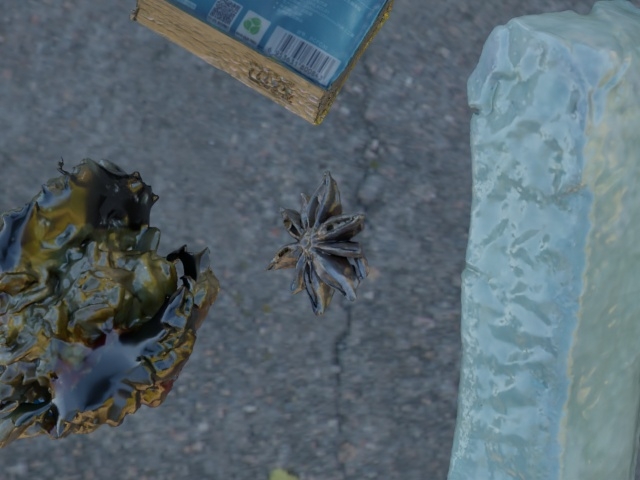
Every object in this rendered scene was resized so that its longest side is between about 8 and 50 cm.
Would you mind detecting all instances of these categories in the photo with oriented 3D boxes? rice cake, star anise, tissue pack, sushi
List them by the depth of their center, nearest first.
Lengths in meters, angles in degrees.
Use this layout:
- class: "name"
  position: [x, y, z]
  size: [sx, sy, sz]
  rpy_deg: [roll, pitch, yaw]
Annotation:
- class: "rice cake"
  position: [0.084, 0.019, 0.480]
  size: [0.063, 0.069, 0.206]
  rpy_deg: [17, 110, 40]
- class: "sushi"
  position: [-0.206, 0.061, 1.180]
  size: [0.219, 0.225, 0.238]
  rpy_deg: [44, 127, 7]
- class: "tissue pack"
  position: [-0.064, -0.287, 1.602]
  size: [0.271, 0.134, 0.192]
  rpy_deg: [31, 70, 5]
- class: "star anise"
  position: [0.000, 0.000, 1.824]
  size: [0.182, 0.065, 0.195]
  rpy_deg: [21, 108, 44]
